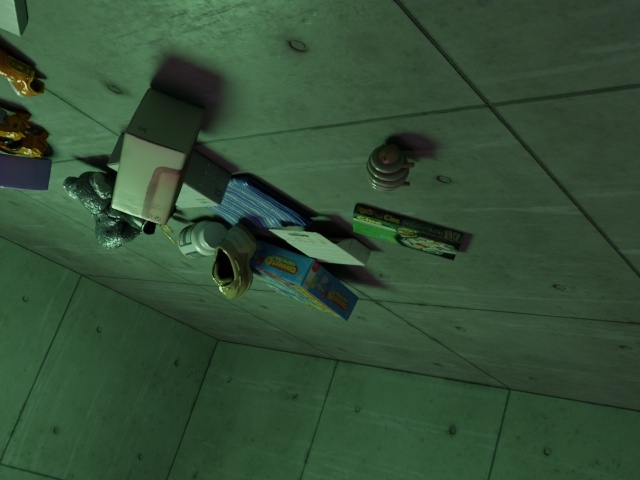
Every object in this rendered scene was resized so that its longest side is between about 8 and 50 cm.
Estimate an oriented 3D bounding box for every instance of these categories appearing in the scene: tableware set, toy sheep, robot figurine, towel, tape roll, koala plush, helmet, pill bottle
[{"bbox_3d":[-0.500,-0.057,2.311,0.168,0.020,0.141,44,165,9],"label":"tableware set"},{"bbox_3d":[0.129,-0.134,1.423,0.091,0.091,0.132,16,144,9],"label":"toy sheep"},{"bbox_3d":[-0.871,-0.298,1.949,0.291,0.085,0.211,15,162,10],"label":"robot figurine"},{"bbox_3d":[-0.204,-0.090,1.974,0.243,0.040,0.336,32,158,-35],"label":"towel"},{"bbox_3d":[-0.895,-0.205,2.081,0.274,0.090,0.275,10,-176,-1],"label":"tape roll"},{"bbox_3d":[-0.605,-0.110,2.112,0.196,0.203,0.221,4,145,38],"label":"koala plush"},{"bbox_3d":[-0.464,-0.113,1.963,0.161,0.169,0.169,48,167,12],"label":"helmet"},{"bbox_3d":[-0.352,-0.005,2.266,0.108,0.108,0.180,28,161,-26],"label":"pill bottle"}]

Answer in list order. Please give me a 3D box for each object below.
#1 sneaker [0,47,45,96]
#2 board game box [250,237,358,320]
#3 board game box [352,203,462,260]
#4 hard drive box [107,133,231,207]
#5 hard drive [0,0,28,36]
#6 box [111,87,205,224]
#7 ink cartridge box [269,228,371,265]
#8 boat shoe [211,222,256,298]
[{"bbox_3d":[-0.647,-0.366,1.584,0.067,0.064,0.175,-7,161,13],"label":"sneaker"},{"bbox_3d":[-0.081,0.113,2.297,0.302,0.086,0.308,19,166,37],"label":"board game box"},{"bbox_3d":[0.204,-0.018,1.791,0.259,0.030,0.136,16,165,7],"label":"board game box"},{"bbox_3d":[-0.364,-0.170,1.809,0.181,0.089,0.232,-1,155,46],"label":"hard drive box"},{"bbox_3d":[-0.665,-0.473,1.281,0.307,0.040,0.203,22,162,-12],"label":"hard drive"},{"bbox_3d":[-0.338,-0.169,1.554,0.127,0.149,0.232,20,138,-9],"label":"box"},{"bbox_3d":[0.000,0.000,2.007,0.181,0.056,0.224,4,157,41],"label":"ink cartridge box"},{"bbox_3d":[-0.270,0.081,2.176,0.121,0.110,0.341,37,147,15],"label":"boat shoe"}]
